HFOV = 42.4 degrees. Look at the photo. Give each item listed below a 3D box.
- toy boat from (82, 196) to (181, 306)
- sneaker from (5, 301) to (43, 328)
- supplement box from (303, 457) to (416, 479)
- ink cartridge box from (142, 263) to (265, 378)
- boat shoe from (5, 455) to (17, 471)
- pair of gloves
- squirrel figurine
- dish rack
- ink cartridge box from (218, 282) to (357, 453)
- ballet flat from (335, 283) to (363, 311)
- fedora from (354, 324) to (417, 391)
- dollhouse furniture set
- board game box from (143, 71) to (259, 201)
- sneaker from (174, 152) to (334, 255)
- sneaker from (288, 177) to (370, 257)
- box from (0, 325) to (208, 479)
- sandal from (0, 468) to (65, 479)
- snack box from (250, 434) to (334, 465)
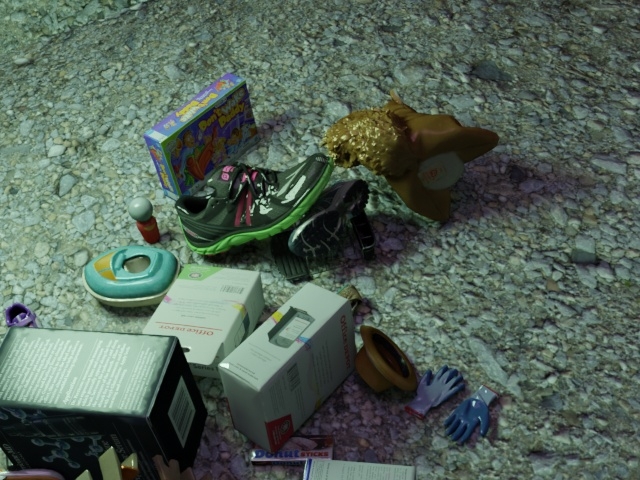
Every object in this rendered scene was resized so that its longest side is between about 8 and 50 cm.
[{"bbox_3d":[-0.498,0.034,2.202,0.267,0.148,0.318,-3,46,8],"label":"toy boat"},{"bbox_3d":[-0.732,0.239,2.075,0.095,0.105,0.236,-31,49,-21],"label":"sneaker"},{"bbox_3d":[0.079,0.515,1.642,0.220,0.111,0.114,0,46,11],"label":"supplement box"},{"bbox_3d":[-0.282,0.209,1.956,0.207,0.119,0.353,6,34,14],"label":"ink cartridge box"},{"bbox_3d":[-0.696,0.472,1.882,0.046,0.038,0.125,-10,45,1],"label":"boat shoe"},{"bbox_3d":[0.295,0.360,1.820,0.198,0.023,0.159,28,58,33],"label":"pair of gloves"},{"bbox_3d":[0.209,-0.283,2.244,0.396,0.281,0.370,10,30,-26],"label":"squirrel figurine"},{"bbox_3d":[0.000,0.000,2.196,0.271,0.074,0.208,-15,44,-4],"label":"dish rack"},{"bbox_3d":[-0.064,0.276,1.811,0.131,0.226,0.306,22,47,31],"label":"ink cartridge box"},{"bbox_3d":[0.026,0.186,2.013,0.067,0.073,0.206,40,66,22],"label":"ballet flat"},{"bbox_3d":[0.134,0.280,1.862,0.079,0.194,0.194,-46,44,16],"label":"fedora"},{"bbox_3d":[-0.363,0.549,1.615,0.259,0.262,0.135,-43,46,16],"label":"dollhouse furniture set"},{"bbox_3d":[-0.344,-0.305,2.450,0.078,0.233,0.347,27,56,32],"label":"board game box"},{"bbox_3d":[-0.185,-0.114,2.141,0.482,0.202,0.185,-23,23,23],"label":"sneaker"},{"bbox_3d":[0.006,-0.058,2.152,0.122,0.110,0.283,12,45,46],"label":"sneaker"},{"bbox_3d":[-0.482,0.361,1.772,0.395,0.294,0.212,2,46,13],"label":"box"},{"bbox_3d":[-0.685,0.543,1.766,0.265,0.102,0.076,-6,42,2],"label":"sandal"},{"bbox_3d":[-0.060,0.455,1.790,0.178,0.022,0.064,-3,44,8],"label":"snack box"}]
